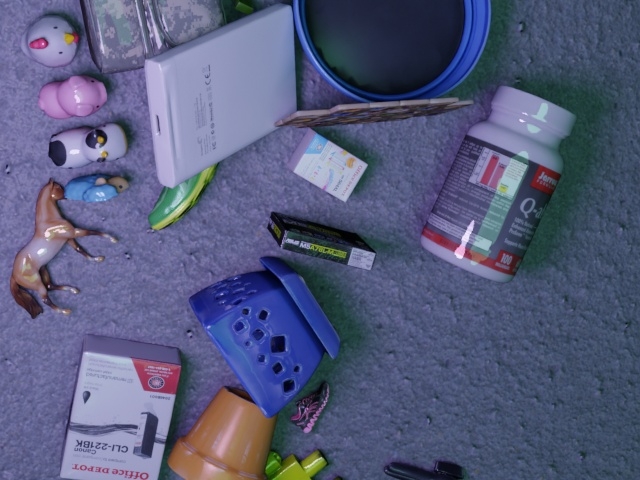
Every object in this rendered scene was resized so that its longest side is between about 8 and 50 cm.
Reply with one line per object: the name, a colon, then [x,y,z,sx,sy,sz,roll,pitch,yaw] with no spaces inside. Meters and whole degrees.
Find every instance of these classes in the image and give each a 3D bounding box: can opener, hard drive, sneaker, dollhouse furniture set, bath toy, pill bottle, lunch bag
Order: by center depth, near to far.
lunch bag: [-0.305,-0.466,1.753,0.256,0.212,0.305,-13,104,-14]
hard drive: [-0.169,-0.270,1.767,0.353,0.047,0.233,-36,135,-43]
bath toy: [-0.456,-0.246,1.806,0.151,0.129,0.348,-15,104,-1]
dollhouse furniture set: [-0.184,-0.403,1.887,0.076,0.058,0.152,21,117,-23]
sneaker: [-0.264,-0.158,1.897,0.123,0.109,0.295,28,93,-2]
pill bottle: [0.363,-0.115,1.968,0.210,0.210,0.363,21,98,-15]
sneaker: [-0.023,0.352,2.088,0.057,0.047,0.119,28,95,-5]
can opener: [0.230,0.529,2.180,0.186,0.073,0.059,12,139,-11]

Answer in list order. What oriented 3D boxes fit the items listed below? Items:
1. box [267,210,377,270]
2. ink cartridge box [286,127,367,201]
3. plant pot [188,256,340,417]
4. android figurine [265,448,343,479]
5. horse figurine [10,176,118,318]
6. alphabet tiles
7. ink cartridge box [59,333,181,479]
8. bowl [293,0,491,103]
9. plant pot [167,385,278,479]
box: [0.000,0.000,1.935,0.190,0.184,0.045,14,102,-14]
ink cartridge box: [0.020,-0.148,1.953,0.143,0.090,0.092,29,96,-16]
plant pot: [-0.103,0.173,1.934,0.212,0.236,0.236,-35,107,-8]
android figurine: [-0.079,0.579,2.119,0.273,0.056,0.248,-38,108,-2]
horse figurine: [-0.523,0.033,1.897,0.174,0.066,0.263,34,92,-22]
alphabet tiles: [0.098,-0.240,1.838,0.342,0.285,0.011,-6,92,-16]
ink cartridge box: [-0.404,0.347,1.967,0.197,0.114,0.273,10,101,-14]
bowl: [0.135,-0.448,1.879,0.391,0.077,0.391,0,91,-13]
plant pot: [-0.180,0.408,1.991,0.205,0.205,0.188,26,87,-16]
